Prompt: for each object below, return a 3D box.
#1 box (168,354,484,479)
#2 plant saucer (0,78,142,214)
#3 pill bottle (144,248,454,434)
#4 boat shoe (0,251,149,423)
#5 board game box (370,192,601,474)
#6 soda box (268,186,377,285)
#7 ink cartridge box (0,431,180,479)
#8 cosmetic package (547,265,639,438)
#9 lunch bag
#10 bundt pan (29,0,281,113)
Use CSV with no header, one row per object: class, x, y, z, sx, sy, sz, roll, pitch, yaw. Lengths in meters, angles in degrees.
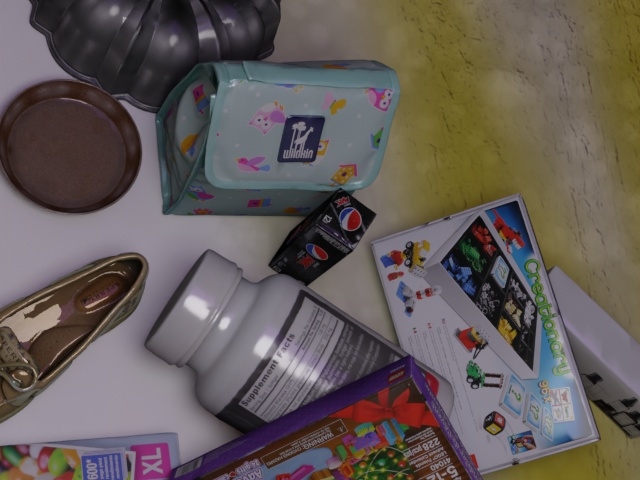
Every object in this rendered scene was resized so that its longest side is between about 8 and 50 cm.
box,0.014,0.270,1.354,0.293,0.057,0.201,-28,106,13
plant saucer,-0.292,-0.105,1.507,0.168,0.029,0.168,7,70,-20
pill bottle,-0.027,0.148,1.439,0.318,0.176,0.176,34,64,-7
boat shoe,-0.306,0.101,1.395,0.285,0.089,0.104,-42,91,-27
board game box,0.194,0.118,1.549,0.193,0.053,0.305,-18,77,11
soda box,0.000,0.000,1.504,0.053,0.169,0.060,37,63,-8
ink cartridge box,-0.293,0.305,1.350,0.311,0.065,0.185,-2,73,-20
cosmetic package,0.342,0.143,1.627,0.239,0.099,0.060,43,62,-2
lunch bag,-0.052,-0.125,1.475,0.223,0.262,0.160,0,72,-22
bundt pan,-0.187,-0.328,1.571,0.331,0.124,0.330,7,69,-18
